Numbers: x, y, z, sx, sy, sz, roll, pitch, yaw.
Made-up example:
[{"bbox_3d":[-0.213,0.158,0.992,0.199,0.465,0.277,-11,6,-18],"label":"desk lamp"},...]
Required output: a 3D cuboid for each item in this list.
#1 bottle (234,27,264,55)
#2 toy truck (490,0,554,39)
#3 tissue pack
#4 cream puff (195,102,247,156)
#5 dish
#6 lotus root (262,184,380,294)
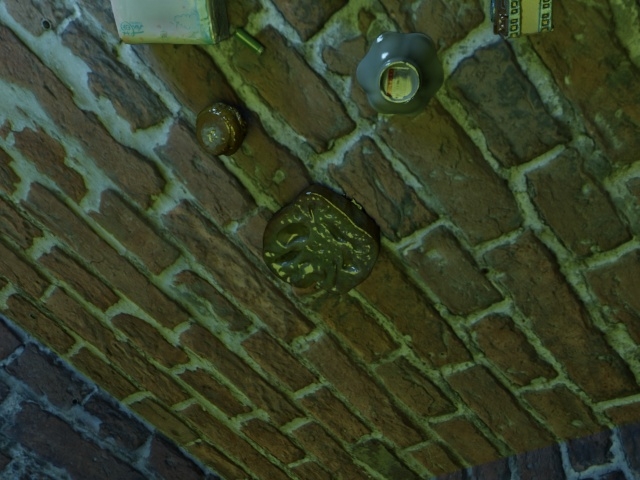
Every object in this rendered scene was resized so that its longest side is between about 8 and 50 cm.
[{"bbox_3d":[-0.188,-0.527,1.271,0.083,0.030,0.030,36,124,-12],"label":"bottle"},{"bbox_3d":[0.430,-0.589,1.001,0.136,0.162,0.306,-3,122,16],"label":"toy truck"},{"bbox_3d":[-0.384,-0.606,1.211,0.270,0.124,0.202,5,121,11],"label":"tissue pack"},{"bbox_3d":[-0.281,-0.321,1.382,0.165,0.115,0.150,-11,114,31],"label":"cream puff"},{"bbox_3d":[0.202,-0.413,1.225,0.229,0.081,0.230,7,125,10],"label":"dish"},{"bbox_3d":[0.000,0.000,1.544,0.389,0.111,0.375,1,119,15],"label":"lotus root"}]
